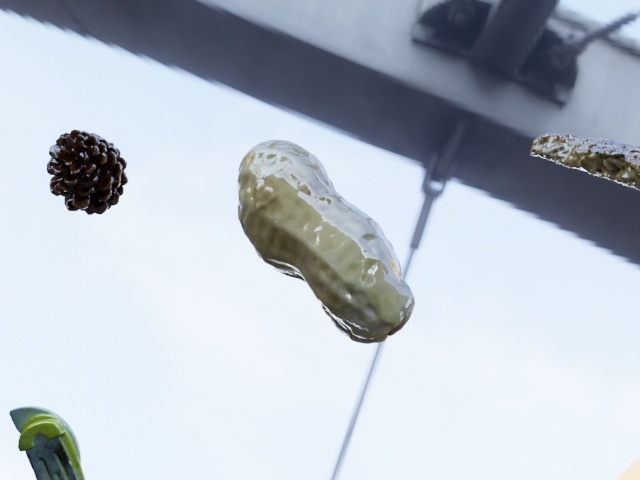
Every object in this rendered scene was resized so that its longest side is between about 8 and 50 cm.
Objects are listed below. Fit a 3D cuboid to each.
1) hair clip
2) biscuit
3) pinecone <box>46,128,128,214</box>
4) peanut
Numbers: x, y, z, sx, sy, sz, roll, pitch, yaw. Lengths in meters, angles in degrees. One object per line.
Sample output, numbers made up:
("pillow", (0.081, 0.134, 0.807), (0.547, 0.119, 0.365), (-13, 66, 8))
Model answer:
("hair clip", (-0.259, 0.250, 1.517), (0.060, 0.188, 0.033), (-23, -12, 21))
("biscuit", (0.259, -0.051, 1.117), (0.126, 0.025, 0.206), (2, 14, -37))
("pinecone", (-0.278, -0.087, 1.783), (0.102, 0.102, 0.109), (9, -34, 13))
("peanut", (0.000, 0.000, 1.705), (0.290, 0.130, 0.130), (46, -27, 30))
